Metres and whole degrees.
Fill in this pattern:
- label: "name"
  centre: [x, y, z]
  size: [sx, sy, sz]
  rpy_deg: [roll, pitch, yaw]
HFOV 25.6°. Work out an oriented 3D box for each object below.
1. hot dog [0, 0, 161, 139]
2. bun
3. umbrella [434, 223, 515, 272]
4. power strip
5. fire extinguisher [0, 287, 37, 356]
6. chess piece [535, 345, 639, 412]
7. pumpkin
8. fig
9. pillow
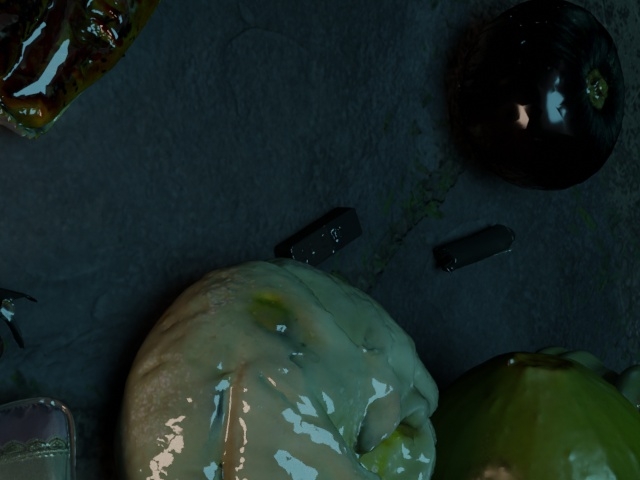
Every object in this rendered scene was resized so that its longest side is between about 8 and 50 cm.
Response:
- label: "hot dog"
  centre: [-0.238, -0.212, 1.283]
  size: [0.270, 0.082, 0.162]
  rpy_deg: [-55, 126, -29]
- label: "bun"
  centre: [-0.022, 0.196, 1.405]
  size: [0.365, 0.219, 0.365]
  rpy_deg: [3, 85, -43]
- label: "umbrella"
  centre: [0.191, 0.008, 1.730]
  size: [0.133, 0.031, 0.036]
  rpy_deg: [-17, 105, -43]
- label: "power strip"
  centre: [0.000, 0.000, 1.548]
  size: [0.111, 0.029, 0.038]
  rpy_deg: [-34, 114, -37]
- label: "fire extinguisher"
  centre: [-0.325, 0.127, 1.222]
  size: [0.231, 0.071, 0.099]
  rpy_deg: [-59, 145, -26]
- label: "chess piece"
  centre: [0.386, 0.213, 1.766]
  size: [0.144, 0.251, 0.144]
  rpy_deg: [-2, 93, -44]
- label: "pumpkin"
  centre: [0.272, -0.177, 1.712]
  size: [0.233, 0.163, 0.233]
  rpy_deg: [-1, 92, -46]
- label: "fig"
  centre: [0.243, 0.286, 1.579]
  size: [0.343, 0.343, 0.343]
  rpy_deg: [-1, 92, -43]
- label: "pillow"
  centre: [-0.264, 0.253, 1.234]
  size: [0.131, 0.038, 0.232]
  rpy_deg: [-8, 73, -19]
